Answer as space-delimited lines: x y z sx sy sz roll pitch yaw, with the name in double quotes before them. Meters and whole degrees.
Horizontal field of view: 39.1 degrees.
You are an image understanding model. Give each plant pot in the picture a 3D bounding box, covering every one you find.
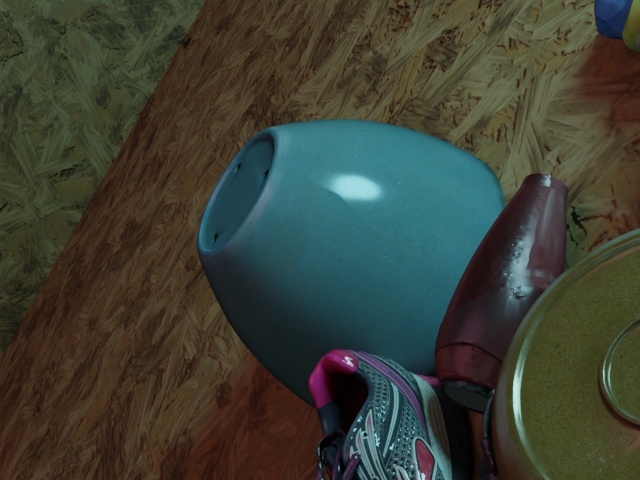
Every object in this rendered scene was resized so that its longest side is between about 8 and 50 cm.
"plant pot" 0.194 0.075 0.492 0.236 0.032 0.236 -26 41 25
"plant pot" 0.000 0.000 0.851 0.290 0.195 0.290 -45 28 32

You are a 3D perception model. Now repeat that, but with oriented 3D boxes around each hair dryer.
"hair dryer" 0.180 0.058 0.618 0.223 0.080 0.294 -34 37 17

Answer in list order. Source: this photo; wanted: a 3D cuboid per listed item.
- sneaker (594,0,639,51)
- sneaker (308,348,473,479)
"sneaker" 0.285 -0.261 0.712 0.240 0.091 0.126 -61 23 -1
"sneaker" 0.049 0.200 0.633 0.121 0.112 0.299 -50 26 22
